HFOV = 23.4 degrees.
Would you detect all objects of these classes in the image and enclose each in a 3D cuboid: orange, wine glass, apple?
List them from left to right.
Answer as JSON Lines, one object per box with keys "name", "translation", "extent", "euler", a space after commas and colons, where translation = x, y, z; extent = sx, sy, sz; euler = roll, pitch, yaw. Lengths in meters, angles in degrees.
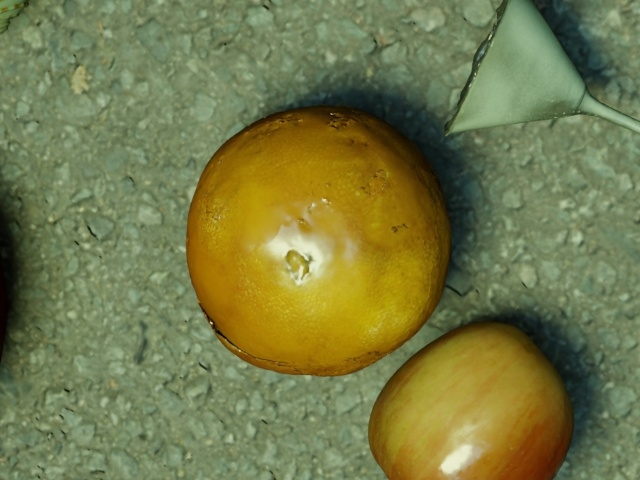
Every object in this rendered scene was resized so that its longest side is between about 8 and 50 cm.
{"name": "orange", "translation": [0.000, 0.000, 1.353], "extent": [0.240, 0.240, 0.240], "euler": [3, 103, 13]}
{"name": "apple", "translation": [0.138, 0.164, 1.378], "extent": [0.199, 0.199, 0.199], "euler": [3, 103, 13]}
{"name": "wine glass", "translation": [0.237, -0.111, 1.314], "extent": [0.232, 0.156, 0.156], "euler": [24, 106, 2]}

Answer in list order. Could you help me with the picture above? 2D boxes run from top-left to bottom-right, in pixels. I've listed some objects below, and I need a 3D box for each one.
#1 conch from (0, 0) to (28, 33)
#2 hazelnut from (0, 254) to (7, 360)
{"name": "conch", "translation": [-0.329, -0.249, 1.436], "extent": [0.135, 0.102, 0.153], "euler": [-18, 64, 27]}
{"name": "hazelnut", "translation": [-0.495, 0.067, 1.418], "extent": [0.409, 0.359, 0.359], "euler": [17, 105, 13]}
